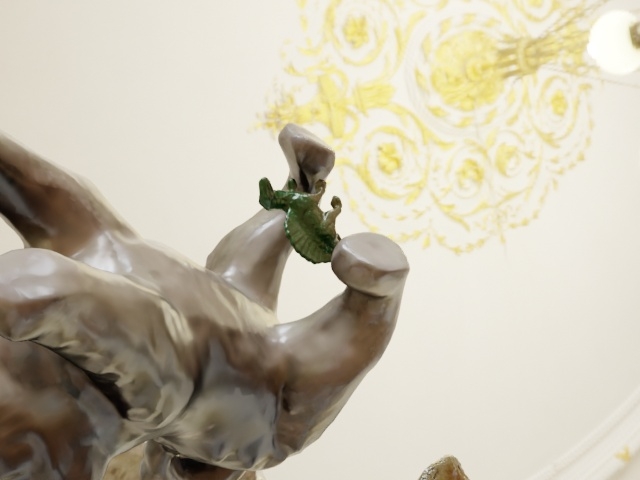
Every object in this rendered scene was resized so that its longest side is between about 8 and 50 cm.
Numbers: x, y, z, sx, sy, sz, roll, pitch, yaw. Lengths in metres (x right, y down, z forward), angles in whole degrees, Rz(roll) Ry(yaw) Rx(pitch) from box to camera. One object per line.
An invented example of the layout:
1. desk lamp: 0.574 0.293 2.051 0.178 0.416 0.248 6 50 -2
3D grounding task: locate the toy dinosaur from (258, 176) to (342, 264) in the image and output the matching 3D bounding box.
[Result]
1. toy dinosaur: -0.001 0.000 0.587 0.120 0.029 0.060 54 -144 -12

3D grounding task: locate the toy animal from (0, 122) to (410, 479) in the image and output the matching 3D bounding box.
1. toy animal: -0.123 0.088 0.532 0.344 0.194 0.303 0 -52 -44

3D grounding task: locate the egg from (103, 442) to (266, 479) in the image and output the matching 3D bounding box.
1. egg: -0.184 0.271 0.903 0.279 0.310 0.279 2 -96 -19

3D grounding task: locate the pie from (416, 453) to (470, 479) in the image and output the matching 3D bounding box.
1. pie: 0.147 0.349 1.021 0.163 0.079 0.193 53 -142 -31
